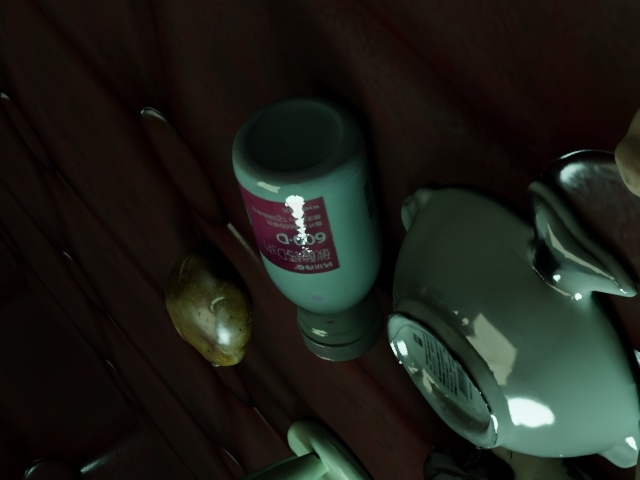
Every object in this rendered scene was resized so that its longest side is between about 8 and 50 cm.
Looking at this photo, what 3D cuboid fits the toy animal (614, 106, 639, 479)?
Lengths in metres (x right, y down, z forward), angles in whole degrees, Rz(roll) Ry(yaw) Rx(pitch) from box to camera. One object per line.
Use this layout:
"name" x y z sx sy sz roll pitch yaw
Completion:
"toy animal" 0.171 0.039 0.333 0.221 0.210 0.229 47 128 -3

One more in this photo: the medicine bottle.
"medicine bottle" 0.000 0.000 0.878 0.090 0.090 0.216 41 158 36

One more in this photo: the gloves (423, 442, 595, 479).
"gloves" 0.137 0.202 0.881 0.212 0.111 0.127 15 143 52

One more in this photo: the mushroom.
"mushroom" -0.125 0.086 1.373 0.135 0.080 0.170 53 162 40

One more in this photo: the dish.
"dish" 0.104 0.061 0.747 0.224 0.078 0.246 51 162 16

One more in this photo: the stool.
"stool" -0.037 0.340 1.414 0.195 0.199 0.195 53 164 1
